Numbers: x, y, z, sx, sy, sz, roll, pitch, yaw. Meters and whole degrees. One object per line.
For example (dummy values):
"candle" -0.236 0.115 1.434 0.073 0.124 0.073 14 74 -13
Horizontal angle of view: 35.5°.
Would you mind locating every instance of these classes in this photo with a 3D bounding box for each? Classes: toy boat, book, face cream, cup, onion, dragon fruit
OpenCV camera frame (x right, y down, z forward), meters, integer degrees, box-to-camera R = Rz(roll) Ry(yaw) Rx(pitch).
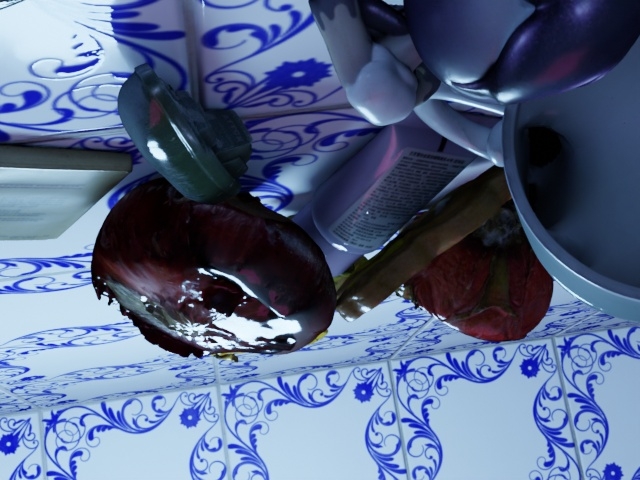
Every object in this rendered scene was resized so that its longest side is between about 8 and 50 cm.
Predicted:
"toy boat" -0.111 -0.093 0.859 0.085 0.078 0.260 -34 166 0
"book" -0.310 -0.044 1.021 0.161 0.026 0.231 0 164 -34
"face cream" 0.069 -0.060 1.101 0.154 0.096 0.274 6 147 -38
"cup" 0.252 -0.072 0.894 0.357 0.259 0.274 19 174 18
"onion" -0.105 0.015 1.098 0.272 0.195 0.272 12 149 7
"dragon fruit" 0.219 0.010 1.305 0.224 0.218 0.148 27 127 1

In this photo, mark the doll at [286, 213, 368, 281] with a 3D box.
"doll" 0.000 0.000 1.308 0.137 0.097 0.209 19 -174 7

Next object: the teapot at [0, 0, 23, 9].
"teapot" -0.163 -0.167 0.602 0.111 0.042 0.043 -12 166 2

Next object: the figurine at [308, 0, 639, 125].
"figurine" 0.108 -0.146 0.670 0.222 0.145 0.145 -17 164 34

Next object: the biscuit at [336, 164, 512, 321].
"biscuit" 0.132 -0.015 1.136 0.295 0.044 0.186 -38 -175 0

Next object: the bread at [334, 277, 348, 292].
"bread" -0.002 0.058 1.434 0.103 0.065 0.187 -3 -177 -24

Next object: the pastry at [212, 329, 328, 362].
"pastry" -0.109 0.139 1.702 0.250 0.102 0.154 -10 163 -2
